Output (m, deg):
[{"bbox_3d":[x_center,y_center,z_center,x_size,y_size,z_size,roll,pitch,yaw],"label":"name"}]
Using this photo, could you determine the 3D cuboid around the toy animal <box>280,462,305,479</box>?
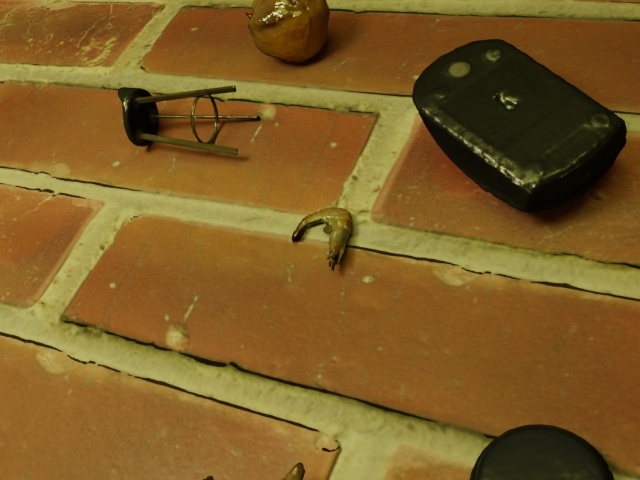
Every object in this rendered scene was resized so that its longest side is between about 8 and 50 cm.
[{"bbox_3d":[0.060,0.293,0.654,0.276,0.054,0.149,1,62,26],"label":"toy animal"}]

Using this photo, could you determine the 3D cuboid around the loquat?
[{"bbox_3d":[-0.052,-0.356,1.171,0.137,0.137,0.113,-14,54,7],"label":"loquat"}]

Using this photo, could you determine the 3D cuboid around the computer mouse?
[{"bbox_3d":[0.242,-0.144,0.923,0.170,0.100,0.269,-36,55,-7],"label":"computer mouse"}]

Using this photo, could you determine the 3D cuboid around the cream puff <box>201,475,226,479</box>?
[{"bbox_3d":[-0.113,0.281,0.685,0.122,0.094,0.116,-5,21,-42],"label":"cream puff"}]

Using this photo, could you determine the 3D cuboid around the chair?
[{"bbox_3d":[-0.216,-0.185,1.112,0.222,0.104,0.095,8,72,20],"label":"chair"}]

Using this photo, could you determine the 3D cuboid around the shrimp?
[{"bbox_3d":[0.000,0.000,0.935,0.083,0.023,0.114,-8,45,16],"label":"shrimp"}]

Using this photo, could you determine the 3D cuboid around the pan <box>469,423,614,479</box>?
[{"bbox_3d":[0.255,0.233,0.660,0.235,0.028,0.136,-1,53,17],"label":"pan"}]
